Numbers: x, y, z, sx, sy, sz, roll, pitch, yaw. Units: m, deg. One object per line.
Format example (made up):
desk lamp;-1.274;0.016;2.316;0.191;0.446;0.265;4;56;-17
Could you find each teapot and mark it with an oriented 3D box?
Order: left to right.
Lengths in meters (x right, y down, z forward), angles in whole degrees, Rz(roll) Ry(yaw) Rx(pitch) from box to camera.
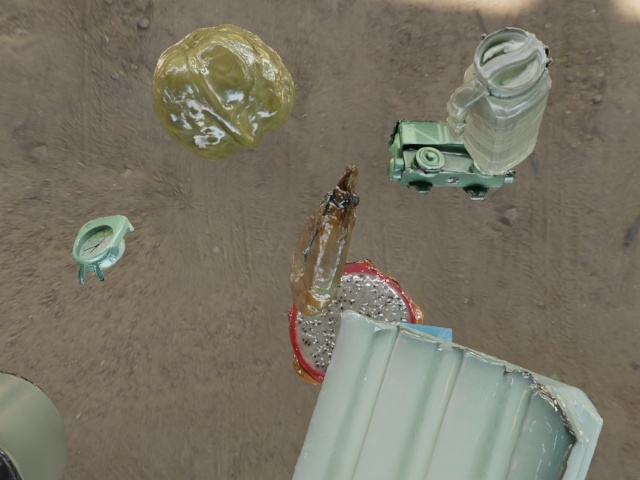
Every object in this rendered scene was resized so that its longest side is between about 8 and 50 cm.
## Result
teapot;0.178;-0.134;0.783;0.107;0.200;0.077;-32;71;0

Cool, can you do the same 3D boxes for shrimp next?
shrimp;0.000;0.000;0.767;0.042;0.101;0.190;1;133;-24

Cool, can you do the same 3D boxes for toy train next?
toy train;0.273;-0.173;1.569;0.269;0.115;0.154;1;56;-3

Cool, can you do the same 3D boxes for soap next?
soap;0.053;0.187;0.434;0.150;0.094;0.261;18;90;32

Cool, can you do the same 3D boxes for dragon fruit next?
dragon fruit;0.075;0.208;1.687;0.305;0.226;0.305;0;72;1

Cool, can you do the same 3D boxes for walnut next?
walnut;-0.212;-0.318;1.610;0.282;0.253;0.277;-50;133;-9

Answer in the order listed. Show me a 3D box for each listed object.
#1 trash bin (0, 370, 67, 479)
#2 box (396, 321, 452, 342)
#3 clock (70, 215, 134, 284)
trash bin;-0.434;0.287;0.896;0.277;0.262;0.217;24;87;-8
box;0.091;0.210;0.917;0.083;0.232;0.142;6;110;29
clock;-0.405;0.017;1.368;0.101;0.135;0.041;-7;137;21
